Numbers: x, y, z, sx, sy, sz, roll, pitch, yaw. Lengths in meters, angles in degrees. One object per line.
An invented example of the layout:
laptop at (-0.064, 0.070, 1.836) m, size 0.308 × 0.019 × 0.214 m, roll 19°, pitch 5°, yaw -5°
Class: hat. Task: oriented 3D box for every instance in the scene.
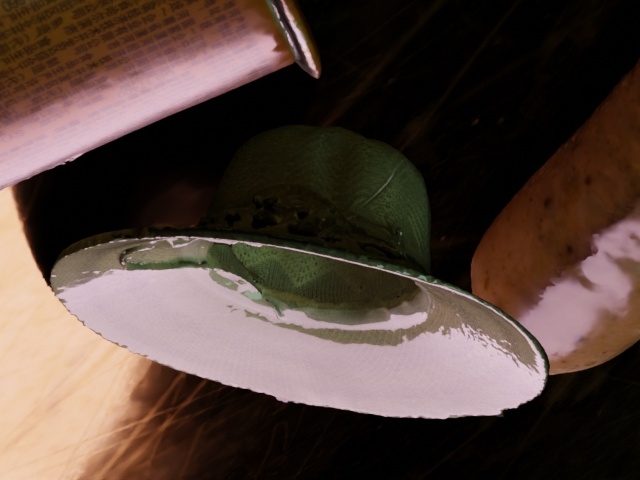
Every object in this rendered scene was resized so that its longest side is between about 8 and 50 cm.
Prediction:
hat at (0.000, 0.000, 0.945) m, size 0.252 × 0.252 × 0.110 m, roll 60°, pitch 38°, yaw -64°

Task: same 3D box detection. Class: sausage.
sausage at (0.255, -0.106, 1.114) m, size 0.123 × 0.136 × 0.501 m, roll 13°, pitch 124°, yaw -34°

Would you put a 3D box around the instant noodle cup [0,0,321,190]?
instant noodle cup at (-0.132, -0.100, 0.526) m, size 0.182 × 0.230 × 0.230 m, roll -32°, pitch 154°, yaw 1°
